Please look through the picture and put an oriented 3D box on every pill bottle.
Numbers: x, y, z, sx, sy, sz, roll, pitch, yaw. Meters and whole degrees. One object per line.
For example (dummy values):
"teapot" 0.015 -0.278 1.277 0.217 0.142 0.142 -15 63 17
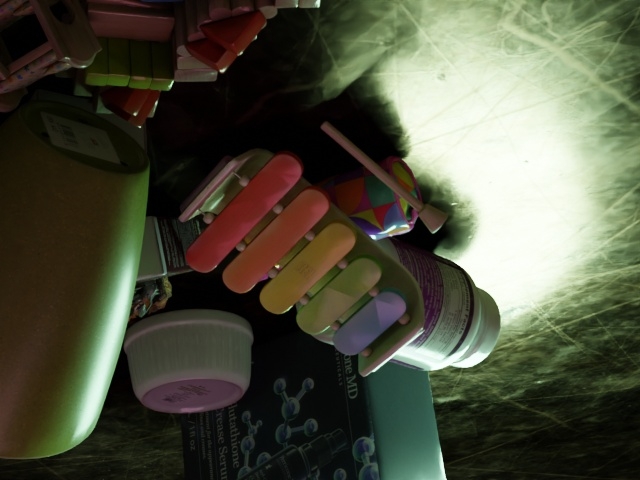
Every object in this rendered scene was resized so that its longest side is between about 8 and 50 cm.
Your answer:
"pill bottle" 0.120 0.092 1.756 0.169 0.169 0.301 -26 148 35

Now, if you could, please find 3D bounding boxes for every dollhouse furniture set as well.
"dollhouse furniture set" -0.268 -0.184 1.078 0.182 0.101 0.161 -23 -176 31

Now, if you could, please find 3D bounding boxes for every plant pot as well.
"plant pot" -0.293 0.018 1.243 0.275 0.275 0.293 13 117 -36

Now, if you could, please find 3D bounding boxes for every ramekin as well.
"ramekin" -0.205 0.197 1.962 0.207 0.109 0.207 -6 155 -3

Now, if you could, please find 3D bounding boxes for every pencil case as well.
"pencil case" 0.010 -0.028 1.558 0.236 0.104 0.104 -19 152 25

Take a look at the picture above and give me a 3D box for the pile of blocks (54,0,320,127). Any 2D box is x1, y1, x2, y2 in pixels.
"pile of blocks" -0.132 -0.203 1.144 0.149 0.112 0.362 16 146 -39

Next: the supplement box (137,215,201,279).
"supplement box" -0.229 0.016 1.514 0.130 0.073 0.239 -11 180 7

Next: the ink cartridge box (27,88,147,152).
"ink cartridge box" -0.289 -0.086 1.393 0.127 0.072 0.175 9 150 -31

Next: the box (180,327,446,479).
"box" -0.021 0.326 2.063 0.395 0.293 0.212 -23 150 30

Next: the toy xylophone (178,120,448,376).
"toy xylophone" 0.000 0.000 1.472 0.323 0.081 0.236 34 121 -5

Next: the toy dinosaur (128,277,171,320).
"toy dinosaur" -0.373 0.108 1.706 0.322 0.164 0.218 -35 166 8
